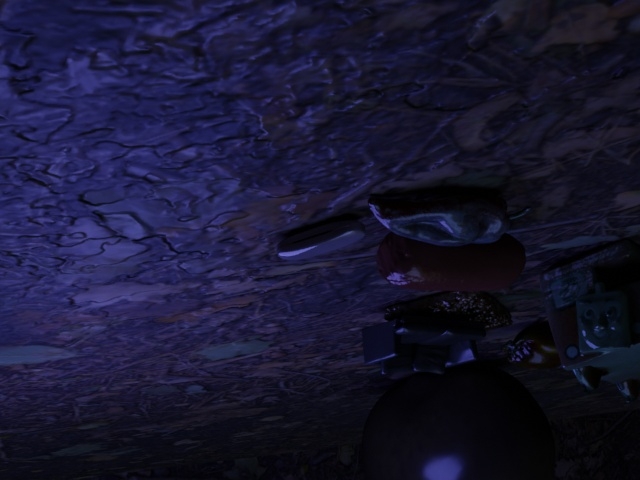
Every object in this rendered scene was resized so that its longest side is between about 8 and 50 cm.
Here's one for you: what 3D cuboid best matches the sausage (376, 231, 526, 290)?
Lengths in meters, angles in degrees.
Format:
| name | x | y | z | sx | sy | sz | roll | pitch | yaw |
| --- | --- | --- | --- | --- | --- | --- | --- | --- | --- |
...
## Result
| name | x | y | z | sx | sy | sz | roll | pitch | yaw |
| --- | --- | --- | --- | --- | --- | --- | --- | --- | --- |
| sausage | 0.125 | 0.017 | 0.857 | 0.154 | 0.062 | 0.062 | 3 | 158 | -33 |

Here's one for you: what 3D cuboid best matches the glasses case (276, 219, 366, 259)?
| name | x | y | z | sx | sy | sz | roll | pitch | yaw |
| --- | --- | --- | --- | --- | --- | --- | --- | --- | --- |
| glasses case | 0.000 | 0.000 | 0.804 | 0.083 | 0.021 | 0.032 | -18 | 163 | 26 |

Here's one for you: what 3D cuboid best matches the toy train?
| name | x | y | z | sx | sy | sz | roll | pitch | yaw |
| --- | --- | --- | --- | --- | --- | --- | --- | --- | --- |
| toy train | 0.382 | 0.104 | 1.118 | 0.129 | 0.159 | 0.326 | -23 | 154 | 30 |

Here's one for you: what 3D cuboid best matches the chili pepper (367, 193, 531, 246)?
| name | x | y | z | sx | sy | sz | roll | pitch | yaw |
| --- | --- | --- | --- | --- | --- | --- | --- | --- | --- |
| chili pepper | 0.110 | -0.019 | 0.776 | 0.153 | 0.041 | 0.050 | 0 | 118 | -28 |

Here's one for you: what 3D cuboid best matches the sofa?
| name | x | y | z | sx | sy | sz | roll | pitch | yaw |
| --- | --- | --- | --- | --- | --- | --- | --- | --- | --- |
| sofa | 0.133 | 0.134 | 1.149 | 0.147 | 0.060 | 0.085 | 9 | 157 | -38 |

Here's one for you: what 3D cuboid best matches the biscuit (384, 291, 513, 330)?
| name | x | y | z | sx | sy | sz | roll | pitch | yaw |
| --- | --- | --- | --- | --- | --- | --- | --- | --- | --- |
| biscuit | 0.175 | 0.103 | 1.215 | 0.131 | 0.025 | 0.231 | -16 | 161 | 20 |

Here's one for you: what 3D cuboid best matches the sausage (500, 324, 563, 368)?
| name | x | y | z | sx | sy | sz | roll | pitch | yaw |
| --- | --- | --- | --- | --- | --- | --- | --- | --- | --- |
| sausage | 0.438 | 0.169 | 1.476 | 0.371 | 0.082 | 0.082 | 1 | 160 | -28 |

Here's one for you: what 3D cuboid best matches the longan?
| name | x | y | z | sx | sy | sz | roll | pitch | yaw |
| --- | --- | --- | --- | --- | --- | --- | --- | --- | --- |
| longan | 0.252 | 0.392 | 1.701 | 0.361 | 0.361 | 0.361 | -9 | 162 | -3 |
